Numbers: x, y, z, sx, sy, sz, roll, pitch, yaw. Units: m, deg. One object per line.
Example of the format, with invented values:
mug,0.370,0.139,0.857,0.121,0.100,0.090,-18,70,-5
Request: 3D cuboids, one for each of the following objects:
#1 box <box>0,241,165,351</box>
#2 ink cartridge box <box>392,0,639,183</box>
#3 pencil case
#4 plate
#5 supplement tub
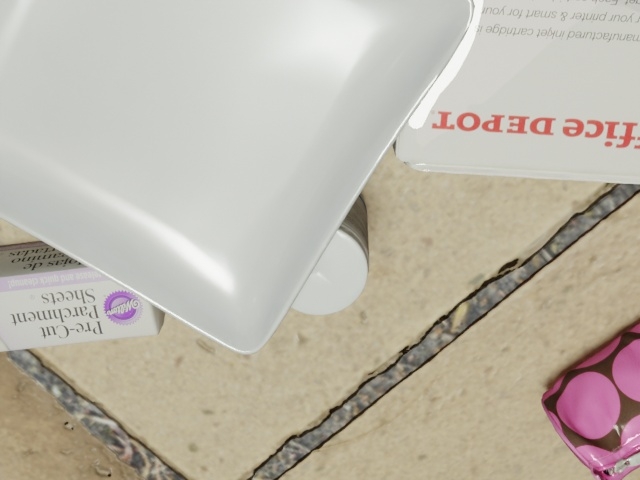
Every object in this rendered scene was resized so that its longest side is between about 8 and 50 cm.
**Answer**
box,-0.282,0.049,0.774,0.324,0.063,0.067,-6,114,4
ink cartridge box,0.154,-0.190,0.635,0.207,0.117,0.282,3,112,0
pencil case,0.277,0.102,0.766,0.209,0.098,0.095,-41,106,15
plate,-0.091,-0.102,0.620,0.278,0.045,0.277,31,112,-4
supplement tub,0.000,0.000,0.724,0.071,0.107,0.071,0,112,1
